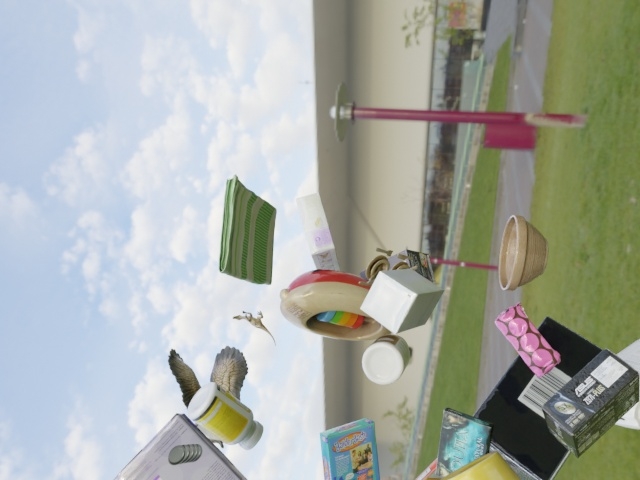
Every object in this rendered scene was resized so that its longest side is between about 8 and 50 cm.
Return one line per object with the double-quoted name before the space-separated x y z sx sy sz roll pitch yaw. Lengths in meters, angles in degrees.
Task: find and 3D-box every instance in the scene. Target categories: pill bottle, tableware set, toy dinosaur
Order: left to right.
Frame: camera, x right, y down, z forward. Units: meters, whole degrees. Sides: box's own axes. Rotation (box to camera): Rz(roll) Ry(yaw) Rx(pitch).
"pill bottle" -0.234 0.446 1.397 0.184 0.103 0.103 43 -141 -19
"toy dinosaur" -0.219 0.289 1.944 0.053 0.183 0.092 -55 -11 -32
"pill bottle" 0.220 0.373 1.795 0.229 0.131 0.131 -3 -81 -73
"tableware set" 0.218 0.099 1.725 0.194 0.039 0.128 14 -75 -43

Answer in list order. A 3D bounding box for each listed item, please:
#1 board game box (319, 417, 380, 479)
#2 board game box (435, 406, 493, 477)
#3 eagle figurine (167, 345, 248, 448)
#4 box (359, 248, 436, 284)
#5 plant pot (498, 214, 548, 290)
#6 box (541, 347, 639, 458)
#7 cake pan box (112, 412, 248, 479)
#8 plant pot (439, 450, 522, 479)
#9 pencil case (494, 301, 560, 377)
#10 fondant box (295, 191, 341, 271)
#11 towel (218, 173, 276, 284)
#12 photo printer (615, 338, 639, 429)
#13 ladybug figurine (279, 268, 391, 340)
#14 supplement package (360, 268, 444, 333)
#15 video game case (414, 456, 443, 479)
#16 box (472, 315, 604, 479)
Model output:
"board game box" 0.085 0.622 1.552 0.047 0.160 0.210 -2 93 60
"board game box" 0.365 0.536 1.423 0.026 0.126 0.186 -11 -71 -55
"eagle figurine" -0.352 0.475 1.709 0.226 0.225 0.298 33 -124 -72
"box" 0.288 0.158 2.092 0.142 0.247 0.163 11 -120 -40
"plant pot" 0.633 0.044 1.725 0.237 0.109 0.237 8 -90 -84
"box" 0.544 0.327 1.115 0.180 0.077 0.147 -41 -45 -4
"cake pan box" -0.286 0.520 1.085 0.267 0.246 0.070 -47 -10 -14
"plant pot" 0.365 0.593 1.168 0.239 0.254 0.254 61 -179 21
"pencil case" 0.603 0.286 1.614 0.209 0.098 0.095 55 -164 16
"fondant box" 0.000 0.000 2.136 0.330 0.096 0.238 70 -176 -66
"towel" -0.184 -0.013 1.478 0.325 0.038 0.248 42 -129 -73
"photo printer" 0.898 0.404 1.564 0.107 0.307 0.256 62 168 -6
"ladybug figurine" 0.065 0.212 1.875 0.305 0.449 0.162 -37 43 43
"supplement package" 0.192 0.136 1.288 0.179 0.105 0.105 3 -62 -59
"video game case" 0.372 0.749 1.728 0.285 0.204 0.025 -53 38 19
"box" 0.749 0.597 1.946 0.480 0.297 0.472 -47 -28 -17
